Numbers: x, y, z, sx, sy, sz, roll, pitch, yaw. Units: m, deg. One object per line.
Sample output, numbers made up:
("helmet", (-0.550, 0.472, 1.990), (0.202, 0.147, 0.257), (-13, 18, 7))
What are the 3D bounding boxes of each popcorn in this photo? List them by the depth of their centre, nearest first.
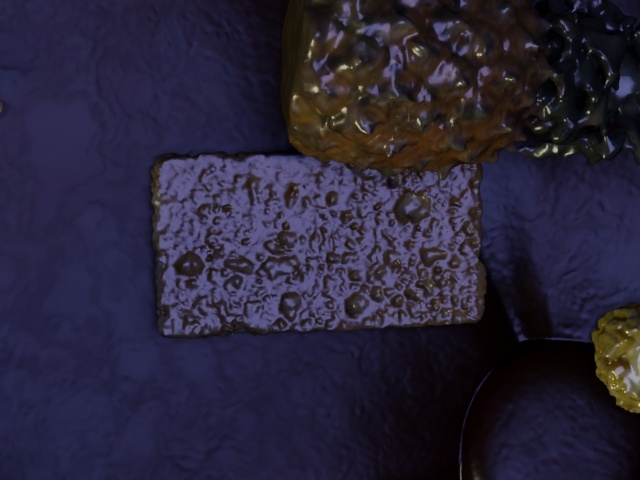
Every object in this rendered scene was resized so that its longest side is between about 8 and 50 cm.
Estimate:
("popcorn", (0.230, 0.080, 1.159), (0.082, 0.057, 0.083), (33, 90, -2))

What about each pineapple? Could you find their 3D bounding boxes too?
("pineapple", (0.143, -0.111, 1.090), (0.340, 0.169, 0.169), (8, 91, -12))

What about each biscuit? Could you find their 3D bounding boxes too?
("biscuit", (0.000, 0.000, 1.133), (0.231, 0.025, 0.131), (-1, 93, -10))

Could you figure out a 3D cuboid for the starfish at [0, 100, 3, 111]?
("starfish", (-0.367, -0.188, 1.033), (0.327, 0.094, 0.375), (-41, 103, -8))
